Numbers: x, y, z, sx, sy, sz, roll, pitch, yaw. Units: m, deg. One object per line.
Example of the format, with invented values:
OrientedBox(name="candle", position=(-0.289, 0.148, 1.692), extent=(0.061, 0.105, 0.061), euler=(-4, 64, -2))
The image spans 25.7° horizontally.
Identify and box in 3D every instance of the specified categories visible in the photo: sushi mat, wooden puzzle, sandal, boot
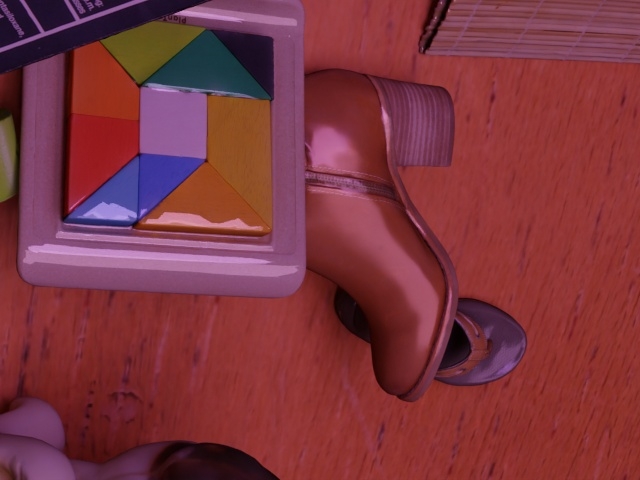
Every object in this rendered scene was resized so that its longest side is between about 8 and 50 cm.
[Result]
OrientedBox(name="sushi mat", position=(0.245, -0.219, 1.244), extent=(0.316, 0.019, 0.151), euler=(-2, 135, -28))
OrientedBox(name="wooden puzzle", position=(-0.112, -0.081, 1.050), extent=(0.221, 0.044, 0.238), euler=(4, 82, -22))
OrientedBox(name="sandal", position=(0.112, 0.087, 1.310), extent=(0.219, 0.060, 0.090), euler=(27, 97, -35))
OrientedBox(name="boot", position=(0.000, 0.000, 1.167), extent=(0.220, 0.109, 0.283), euler=(-2, 103, -23))

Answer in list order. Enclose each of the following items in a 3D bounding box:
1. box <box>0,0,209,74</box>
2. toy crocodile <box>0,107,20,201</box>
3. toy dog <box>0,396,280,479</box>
OrientedBox(name="box", position=(-0.160, -0.286, 0.843), extent=(0.294, 0.182, 0.296), euler=(-15, 127, 19))
OrientedBox(name="toy crocodile", position=(-0.367, -0.007, 0.985), extent=(0.340, 0.105, 0.115), euler=(-28, 121, -11))
OrientedBox(name="toy dog", position=(-0.204, 0.269, 1.025), extent=(0.408, 0.395, 0.284), euler=(-17, 110, -13))
